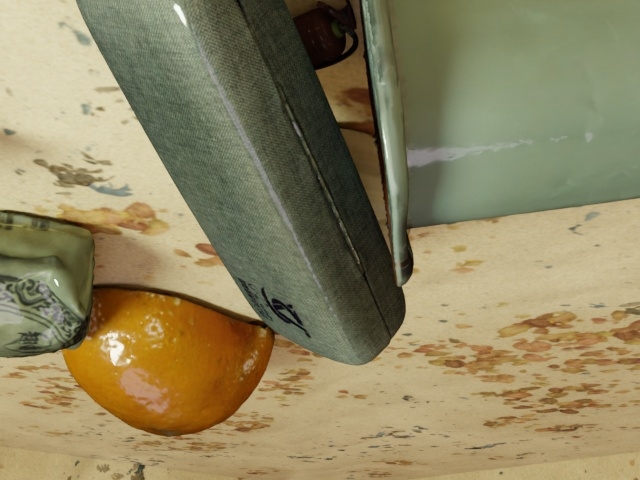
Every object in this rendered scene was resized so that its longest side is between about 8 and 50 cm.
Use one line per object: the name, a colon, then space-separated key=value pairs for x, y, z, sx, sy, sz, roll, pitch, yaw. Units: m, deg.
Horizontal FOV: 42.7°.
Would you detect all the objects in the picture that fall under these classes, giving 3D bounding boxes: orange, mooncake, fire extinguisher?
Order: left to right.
mooncake: x=-0.387 y=0.061 z=0.933 sx=0.250 sy=0.136 sz=0.254 roll=6 pitch=157 yaw=-18
orange: x=-0.221 y=0.163 z=1.210 sx=0.274 sy=0.274 sz=0.310 roll=-14 pitch=-177 yaw=32
fire extinguisher: x=-0.025 y=-0.132 z=0.576 sx=0.132 sy=0.039 sz=0.056 roll=-14 pitch=148 yaw=31

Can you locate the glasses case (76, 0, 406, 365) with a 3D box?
glasses case: x=-0.041 y=-0.047 z=0.553 sx=0.131 sy=0.074 sz=0.323 roll=19 pitch=145 yaw=44

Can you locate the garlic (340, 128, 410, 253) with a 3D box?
garlic: x=0.000 y=0.000 z=0.759 sx=0.178 sy=0.143 sz=0.229 roll=9 pitch=147 yaw=-11

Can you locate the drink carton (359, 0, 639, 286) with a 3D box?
drink carton: x=0.120 y=-0.087 z=0.499 sx=0.190 sy=0.185 sz=0.191 roll=-3 pitch=154 yaw=6
